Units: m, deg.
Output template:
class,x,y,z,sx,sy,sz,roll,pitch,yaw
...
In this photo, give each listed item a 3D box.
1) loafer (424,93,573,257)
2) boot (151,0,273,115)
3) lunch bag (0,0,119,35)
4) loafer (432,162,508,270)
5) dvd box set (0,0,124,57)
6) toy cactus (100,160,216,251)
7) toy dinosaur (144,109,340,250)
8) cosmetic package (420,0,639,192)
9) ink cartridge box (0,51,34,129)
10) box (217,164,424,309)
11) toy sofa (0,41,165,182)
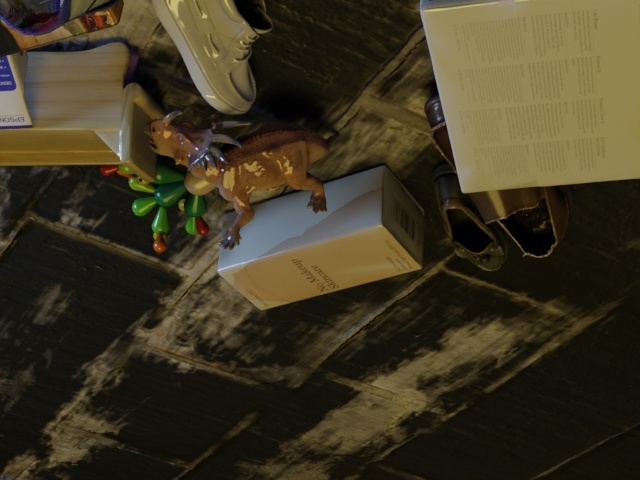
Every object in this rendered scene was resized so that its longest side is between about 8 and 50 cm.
class,x,y,z,sx,sy,sz,roll,pitch,yaw
loafer,0.279,-0.096,1.908,0.133,0.130,0.366,-20,138,31
boot,-0.118,-0.268,1.737,0.123,0.095,0.258,-5,144,25
lunch bag,-0.259,-0.414,1.223,0.238,0.328,0.386,-16,107,31
loafer,0.237,-0.017,2.069,0.096,0.084,0.267,-10,143,20
dvd box set,-0.454,-0.400,1.521,0.307,0.062,0.420,-12,132,10
toy cactus,-0.228,-0.077,2.041,0.180,0.112,0.219,-23,129,20
toy dinosaur,-0.087,-0.123,1.854,0.295,0.127,0.200,-19,133,-17
cosmetic package,0.294,-0.210,1.612,0.284,0.097,0.377,-2,147,13
ink cartridge box,-0.502,-0.306,1.702,0.175,0.069,0.371,-1,132,7
box,0.000,0.000,2.090,0.311,0.121,0.148,-17,141,28
toy sofa,-0.420,-0.182,1.885,0.362,0.177,0.150,0,170,7
